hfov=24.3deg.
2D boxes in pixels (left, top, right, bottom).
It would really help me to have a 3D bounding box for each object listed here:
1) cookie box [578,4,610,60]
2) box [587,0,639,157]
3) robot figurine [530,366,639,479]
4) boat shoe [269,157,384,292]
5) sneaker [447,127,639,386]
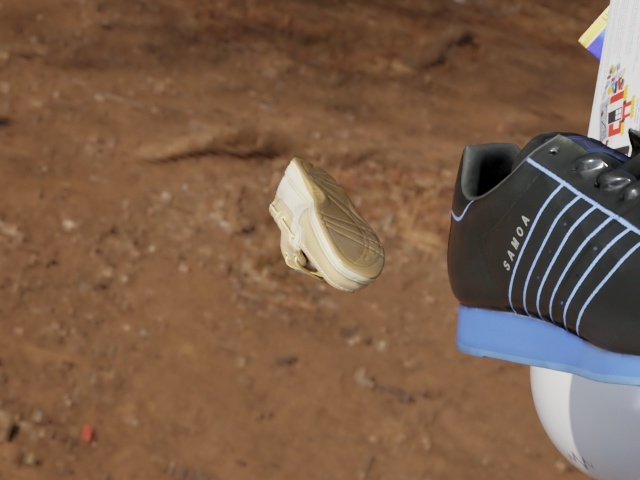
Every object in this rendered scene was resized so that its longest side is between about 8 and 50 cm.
[{"bbox_3d":[0.230,-0.123,0.918,0.107,0.092,0.040,43,19,7],"label":"cookie box"},{"bbox_3d":[0.189,-0.088,0.786,0.036,0.207,0.114,18,-16,-18],"label":"box"},{"bbox_3d":[0.257,0.096,0.902,0.278,0.209,0.173,28,34,-26],"label":"robot figurine"},{"bbox_3d":[0.000,0.000,1.106,0.063,0.059,0.170,27,18,-23],"label":"boat shoe"},{"bbox_3d":[0.118,0.002,0.554,0.081,0.090,0.232,-7,4,-29],"label":"sneaker"}]
